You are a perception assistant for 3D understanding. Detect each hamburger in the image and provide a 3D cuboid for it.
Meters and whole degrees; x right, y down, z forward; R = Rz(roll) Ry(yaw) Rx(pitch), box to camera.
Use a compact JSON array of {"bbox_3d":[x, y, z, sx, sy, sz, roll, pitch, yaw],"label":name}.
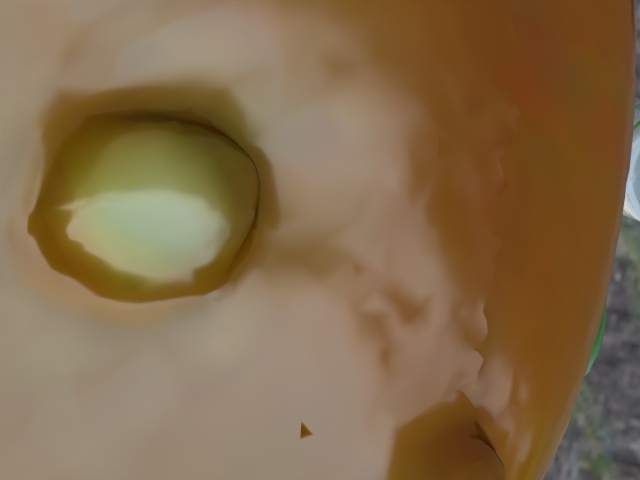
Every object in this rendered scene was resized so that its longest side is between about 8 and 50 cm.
[{"bbox_3d":[-0.136,-0.031,0.435,0.396,0.395,0.277,23,170,-8],"label":"hamburger"}]

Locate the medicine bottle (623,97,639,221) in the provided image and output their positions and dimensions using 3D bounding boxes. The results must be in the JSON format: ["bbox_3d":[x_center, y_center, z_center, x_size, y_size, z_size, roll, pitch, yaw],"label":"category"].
[{"bbox_3d":[0.203,-0.075,1.409,0.086,0.086,0.183,45,169,-35],"label":"medicine bottle"}]
